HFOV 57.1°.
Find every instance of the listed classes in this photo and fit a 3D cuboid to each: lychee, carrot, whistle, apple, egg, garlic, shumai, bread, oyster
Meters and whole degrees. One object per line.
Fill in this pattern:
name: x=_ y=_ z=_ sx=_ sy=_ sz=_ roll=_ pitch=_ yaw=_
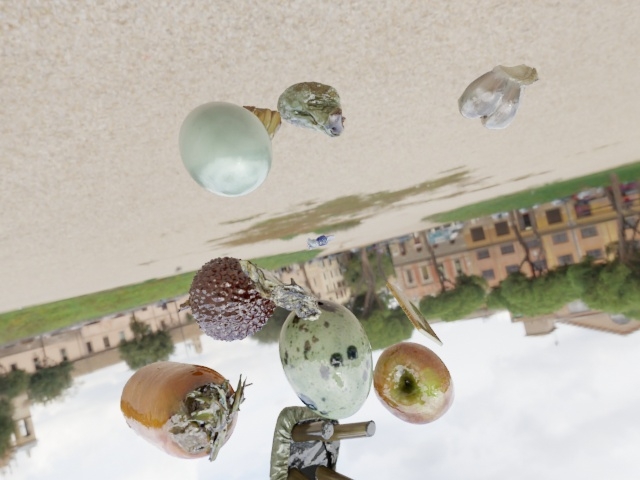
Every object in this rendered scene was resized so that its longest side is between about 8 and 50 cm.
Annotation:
lychee: x=-0.278 y=0.174 z=1.767 sx=0.299 sy=0.264 sz=0.264 roll=-6 pitch=178 yaw=-6
carrot: x=-0.277 y=0.365 z=1.259 sx=0.214 sy=0.193 sz=0.331 roll=27 pitch=158 yaw=-29
whistle: x=0.000 y=0.000 z=1.563 sx=0.083 sy=0.033 sz=0.029 roll=-18 pitch=-157 yaw=-24
apple: x=0.342 y=0.519 z=2.164 sx=0.277 sy=0.309 sz=0.250 roll=-29 pitch=171 yaw=16
egg: x=-0.252 y=-0.245 z=1.528 sx=0.229 sy=0.230 sz=0.371 roll=-13 pitch=-149 yaw=-19
garlic: x=0.606 y=-0.501 z=2.059 sx=0.292 sy=0.210 sz=0.237 roll=-52 pitch=-175 yaw=44
shumai: x=-0.040 y=-0.508 z=2.373 sx=0.271 sy=0.204 sz=0.222 roll=-14 pitch=144 yaw=15
bread: x=-0.312 y=-0.362 z=2.107 sx=0.277 sy=0.325 sz=0.167 roll=8 pitch=153 yaw=47
oyster: x=-0.115 y=0.129 z=1.593 sx=0.222 sy=0.083 sz=0.214 roll=28 pitch=172 yaw=33
egg: x=0.019 y=0.370 z=1.835 sx=0.287 sy=0.380 sz=0.287 roll=-12 pitch=175 yaw=-1

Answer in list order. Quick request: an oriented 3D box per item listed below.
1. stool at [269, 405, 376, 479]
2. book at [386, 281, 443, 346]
stool: x=0.014 y=0.721 z=1.970 sx=0.226 sy=0.311 sz=0.310 roll=-9 pitch=162 yaw=42
book: x=0.234 y=0.183 z=1.468 sx=0.012 sy=0.172 sz=0.118 roll=-44 pitch=132 yaw=12
